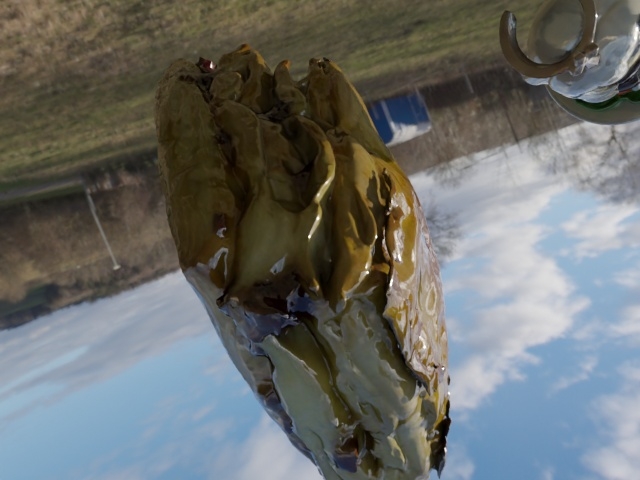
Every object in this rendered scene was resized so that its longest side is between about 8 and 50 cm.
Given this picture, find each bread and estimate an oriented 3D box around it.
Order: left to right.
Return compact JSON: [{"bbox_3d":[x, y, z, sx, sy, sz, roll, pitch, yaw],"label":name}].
[{"bbox_3d":[0.000,0.000,0.501,0.167,0.277,0.324,-26,-140,1],"label":"bread"}]

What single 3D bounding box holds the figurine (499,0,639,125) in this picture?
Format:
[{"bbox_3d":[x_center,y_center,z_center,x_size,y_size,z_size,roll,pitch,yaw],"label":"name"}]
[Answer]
[{"bbox_3d":[0.192,-0.149,0.471,0.132,0.132,0.154,-19,176,43],"label":"figurine"}]
